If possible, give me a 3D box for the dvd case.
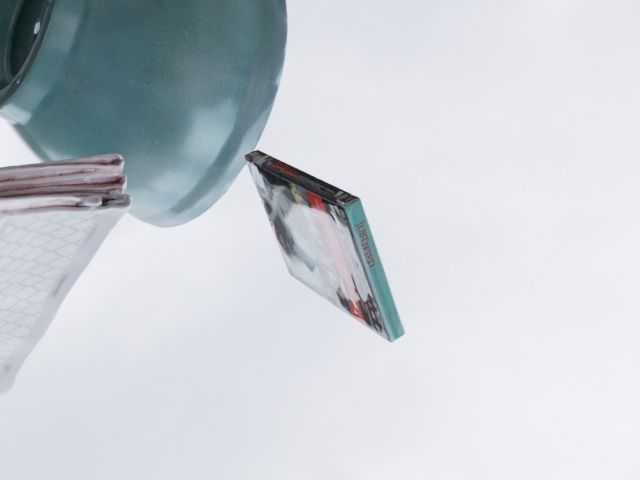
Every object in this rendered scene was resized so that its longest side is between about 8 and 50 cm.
[{"bbox_3d":[0.000,0.000,0.553,0.013,0.087,0.119,-30,-152,-19],"label":"dvd case"}]

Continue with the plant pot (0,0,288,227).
[{"bbox_3d":[-0.196,-0.175,0.920,0.293,0.196,0.293,-20,-117,45],"label":"plant pot"}]

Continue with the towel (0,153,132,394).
[{"bbox_3d":[-0.322,0.066,0.692,0.332,0.317,0.053,-46,-114,42],"label":"towel"}]
